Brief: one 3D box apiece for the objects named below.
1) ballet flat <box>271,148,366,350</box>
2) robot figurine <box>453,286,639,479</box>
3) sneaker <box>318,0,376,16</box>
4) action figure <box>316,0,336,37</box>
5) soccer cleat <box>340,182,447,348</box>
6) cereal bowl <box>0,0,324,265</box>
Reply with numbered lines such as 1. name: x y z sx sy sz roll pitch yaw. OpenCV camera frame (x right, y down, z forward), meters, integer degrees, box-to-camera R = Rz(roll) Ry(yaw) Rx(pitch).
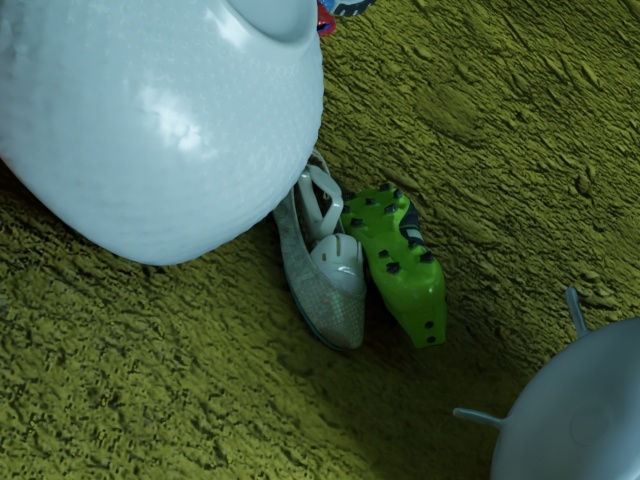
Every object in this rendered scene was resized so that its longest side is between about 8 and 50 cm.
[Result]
1. ballet flat: 0.000 0.000 1.318 0.057 0.052 0.168 14 39 -36
2. robot figurine: 0.249 0.188 1.189 0.353 0.200 0.300 43 49 7
3. sneaker: -0.026 -0.239 1.606 0.083 0.071 0.190 48 23 27
4. action figure: -0.019 -0.181 1.564 0.038 0.030 0.115 54 29 15
5. soccer cleat: 0.051 0.016 1.354 0.060 0.072 0.179 -14 26 -5
6. cereal bowl: -0.102 -0.162 1.227 0.339 0.141 0.339 43 34 -39
